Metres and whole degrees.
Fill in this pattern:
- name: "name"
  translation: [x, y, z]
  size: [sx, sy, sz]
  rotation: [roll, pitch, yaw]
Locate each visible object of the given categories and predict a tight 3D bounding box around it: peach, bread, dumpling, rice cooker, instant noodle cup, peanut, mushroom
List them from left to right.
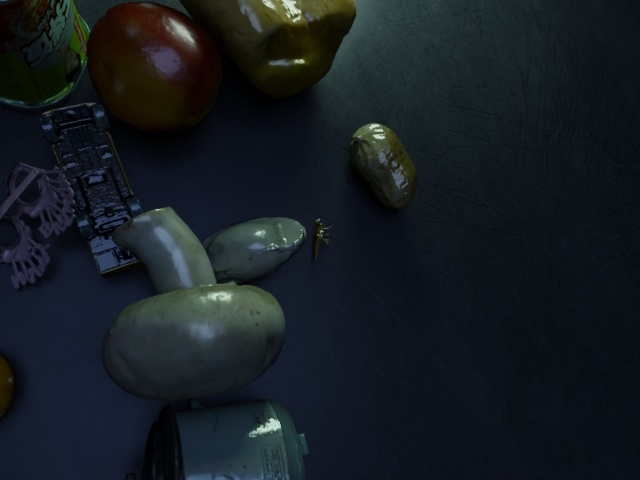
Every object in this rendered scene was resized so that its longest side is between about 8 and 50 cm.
- name: "instant noodle cup"
  translation: [-0.590, -0.436, 0.924]
  size: [0.293, 0.308, 0.294]
  rotation: [5, 75, -17]
- name: "peach"
  translation: [-0.339, -0.350, 1.022]
  size: [0.280, 0.238, 0.281]
  rotation: [4, 76, -16]
- name: "mushroom"
  translation: [-0.241, 0.152, 0.869]
  size: [0.356, 0.315, 0.315]
  rotation: [39, 66, -28]
- name: "rice cooker"
  translation: [-0.182, 0.413, 0.865]
  size: [0.316, 0.264, 0.317]
  rotation: [12, 48, -13]
- name: "dumpling"
  translation: [-0.149, 0.009, 1.054]
  size: [0.247, 0.142, 0.172]
  rotation: [-14, 44, 2]
- name: "bread"
  translation: [-0.132, -0.514, 1.130]
  size: [0.361, 0.250, 0.394]
  rotation: [-39, 95, -34]
- name: "peanut"
  translation: [0.152, -0.176, 1.200]
  size: [0.129, 0.129, 0.224]
  rotation: [-33, 85, -23]

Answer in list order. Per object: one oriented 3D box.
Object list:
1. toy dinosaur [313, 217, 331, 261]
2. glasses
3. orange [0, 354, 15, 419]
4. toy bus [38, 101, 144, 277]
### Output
- name: "toy dinosaur"
  translation: [0.004, -0.001, 1.158]
  size: [0.041, 0.026, 0.113]
  rotation: [4, 65, -10]
- name: "glasses"
  translation: [-0.539, -0.034, 0.904]
  size: [0.162, 0.095, 0.255]
  rotation: [34, 105, 2]
- name: "orange"
  translation: [-0.601, 0.253, 0.840]
  size: [0.156, 0.124, 0.156]
  rotation: [4, 74, -14]
- name: "toy bus"
  translation: [-0.432, -0.099, 0.988]
  size: [0.121, 0.123, 0.336]
  rotation: [-21, 83, -20]
